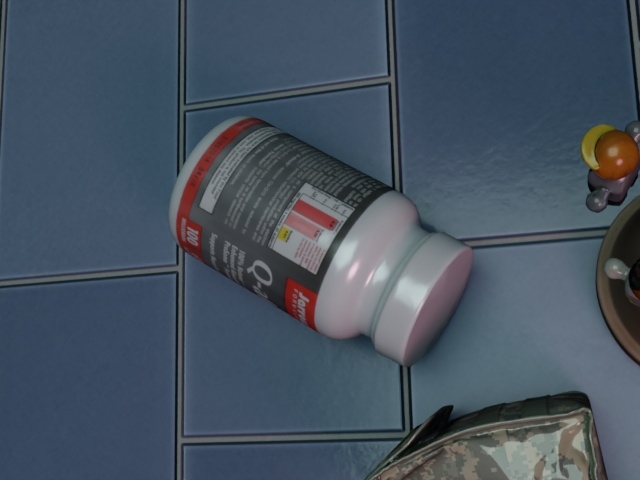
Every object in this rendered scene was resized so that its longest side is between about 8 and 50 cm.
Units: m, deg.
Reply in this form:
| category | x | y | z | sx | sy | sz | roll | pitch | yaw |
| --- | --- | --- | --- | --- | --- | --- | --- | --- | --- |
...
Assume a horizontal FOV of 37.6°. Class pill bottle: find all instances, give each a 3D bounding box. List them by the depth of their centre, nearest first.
| category | x | y | z | sx | sy | sz | roll | pitch | yaw |
| --- | --- | --- | --- | --- | --- | --- | --- | --- | --- |
| pill bottle | 0.000 | 0.000 | 1.223 | 0.363 | 0.210 | 0.210 | 29 | 89 | 21 |

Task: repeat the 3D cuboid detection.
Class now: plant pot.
| category | x | y | z | sx | sy | sz | roll | pitch | yaw |
| --- | --- | --- | --- | --- | --- | --- | --- | --- | --- |
| plant pot | 0.444 | 0.031 | 1.063 | 0.263 | 0.229 | 0.263 | -4 | 77 | 17 |

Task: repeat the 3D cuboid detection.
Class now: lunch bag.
| category | x | y | z | sx | sy | sz | roll | pitch | yaw |
| --- | --- | --- | --- | --- | --- | --- | --- | --- | --- |
| lunch bag | 0.184 | 0.273 | 1.093 | 0.287 | 0.235 | 0.169 | -13 | 81 | 14 |

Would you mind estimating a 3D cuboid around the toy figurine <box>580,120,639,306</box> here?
| category | x | y | z | sx | sy | sz | roll | pitch | yaw |
| --- | --- | --- | --- | --- | --- | --- | --- | --- | --- |
| toy figurine | 0.367 | -0.033 | 0.899 | 0.209 | 0.148 | 0.213 | -14 | 75 | 14 |
